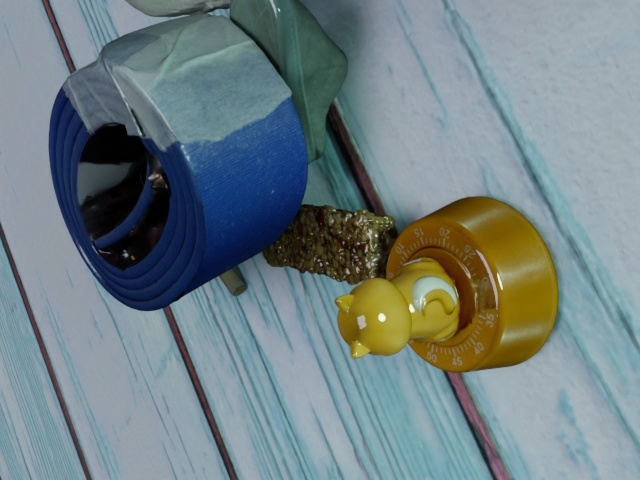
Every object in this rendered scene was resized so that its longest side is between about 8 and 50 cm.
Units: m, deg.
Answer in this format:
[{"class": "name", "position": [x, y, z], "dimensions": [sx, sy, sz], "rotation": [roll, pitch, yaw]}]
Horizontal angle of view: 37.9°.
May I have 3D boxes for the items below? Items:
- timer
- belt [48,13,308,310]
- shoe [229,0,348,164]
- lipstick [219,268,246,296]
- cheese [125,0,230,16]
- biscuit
[{"class": "timer", "position": [0.072, 0.044, 0.662], "dimensions": [0.132, 0.152, 0.132], "rotation": [18, 114, 47]}, {"class": "belt", "position": [-0.140, -0.059, 0.840], "dimensions": [0.212, 0.117, 0.347], "rotation": [59, 151, 3]}, {"class": "shoe", "position": [-0.018, -0.146, 0.782], "dimensions": [0.079, 0.078, 0.195], "rotation": [42, 154, 34]}, {"class": "lipstick", "position": [-0.109, 0.020, 0.983], "dimensions": [0.094, 0.019, 0.019], "rotation": [52, 135, 28]}, {"class": "cheese", "position": [-0.096, -0.276, 0.752], "dimensions": [0.189, 0.198, 0.154], "rotation": [4, 67, 16]}, {"class": "biscuit", "position": [0.000, 0.000, 0.812], "dimensions": [0.199, 0.034, 0.064], "rotation": [7, 104, 58]}]
